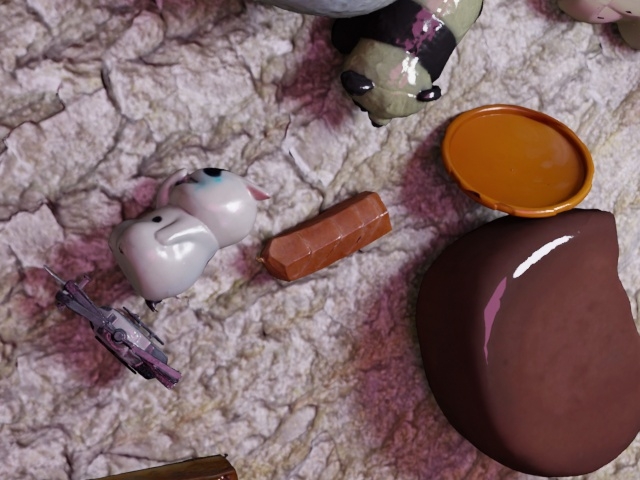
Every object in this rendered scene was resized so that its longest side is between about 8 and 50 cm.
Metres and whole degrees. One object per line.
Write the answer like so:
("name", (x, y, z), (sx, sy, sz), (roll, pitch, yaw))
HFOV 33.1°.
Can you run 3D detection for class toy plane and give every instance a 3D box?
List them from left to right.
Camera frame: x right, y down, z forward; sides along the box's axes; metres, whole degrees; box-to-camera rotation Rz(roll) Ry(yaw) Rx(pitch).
("toy plane", (-0.235, 0.093, 1.202), (0.197, 0.078, 0.053), (44, 82, -3))

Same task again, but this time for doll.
("doll", (-0.151, -0.014, 1.204), (0.180, 0.110, 0.107), (-44, 109, -14))
("doll", (0.103, -0.247, 1.264), (0.143, 0.135, 0.234), (33, 87, -18))

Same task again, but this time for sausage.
("sausage", (0.000, 0.001, 1.284), (0.169, 0.065, 0.065), (-27, 103, -15))

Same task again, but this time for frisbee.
("frisbee", (0.240, -0.094, 1.326), (0.192, 0.192, 0.035), (-14, 143, -18))

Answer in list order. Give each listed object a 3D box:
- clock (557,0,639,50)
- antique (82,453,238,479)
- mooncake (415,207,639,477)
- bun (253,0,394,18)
("clock", (0.382, -0.410, 1.360), (0.309, 0.114, 0.284), (31, 83, -21))
("antique", (-0.240, 0.317, 1.210), (0.309, 0.093, 0.087), (-7, 97, -20))
("mooncake", (0.273, 0.114, 1.335), (0.326, 0.174, 0.334), (31, 81, -23))
("bun", (-0.010, -0.407, 1.157), (0.361, 0.211, 0.362), (1, 88, -15))
